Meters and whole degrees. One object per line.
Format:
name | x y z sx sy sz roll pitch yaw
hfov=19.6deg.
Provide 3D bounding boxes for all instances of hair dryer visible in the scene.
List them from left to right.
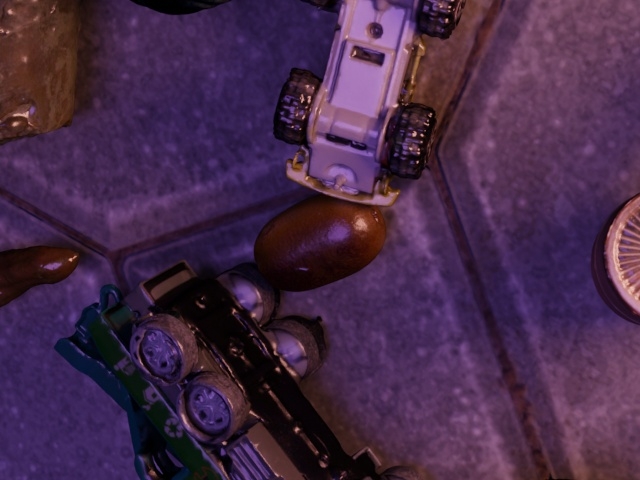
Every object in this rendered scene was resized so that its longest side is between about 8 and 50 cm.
hair dryer | 0.314 -0.092 1.410 0.106 0.189 0.344 27 90 7

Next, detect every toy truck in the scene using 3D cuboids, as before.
toy truck | -0.068 0.172 1.613 0.363 0.176 0.178 50 124 5
toy truck | 0.046 -0.169 1.503 0.136 0.111 0.286 16 107 8

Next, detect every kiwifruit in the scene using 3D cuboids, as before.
kiwifruit | 0.000 0.000 1.586 0.124 0.075 0.075 -25 93 31

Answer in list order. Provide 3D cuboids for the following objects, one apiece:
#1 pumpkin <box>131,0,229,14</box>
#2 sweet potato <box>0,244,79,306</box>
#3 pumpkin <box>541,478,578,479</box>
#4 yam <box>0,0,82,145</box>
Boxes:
pumpkin | -0.109 -0.280 1.519 0.194 0.150 0.194 1 93 19
sweet potato | -0.293 0.035 1.727 0.182 0.054 0.053 -21 61 28
pumpkin | 0.201 0.309 1.530 0.233 0.163 0.233 5 104 19
yam | -0.289 -0.203 1.609 0.168 0.168 0.304 11 106 20
